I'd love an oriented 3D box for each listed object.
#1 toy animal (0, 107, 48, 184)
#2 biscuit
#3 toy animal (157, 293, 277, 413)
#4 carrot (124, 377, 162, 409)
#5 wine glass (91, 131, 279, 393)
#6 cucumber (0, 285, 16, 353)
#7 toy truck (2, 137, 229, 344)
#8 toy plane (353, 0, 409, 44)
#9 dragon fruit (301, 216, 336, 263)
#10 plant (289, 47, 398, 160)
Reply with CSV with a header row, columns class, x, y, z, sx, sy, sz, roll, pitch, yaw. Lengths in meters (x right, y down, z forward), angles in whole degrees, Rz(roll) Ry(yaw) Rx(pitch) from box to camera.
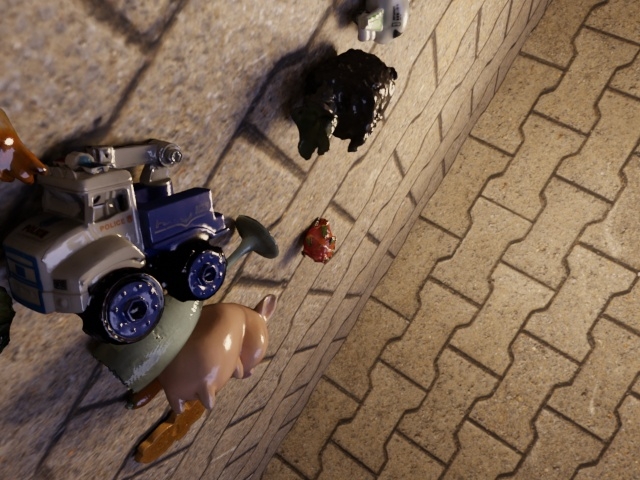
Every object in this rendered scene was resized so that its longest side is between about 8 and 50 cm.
class,x,y,z,sx,sy,sz,roll,pitch,yaw
toy animal,-0.295,-0.079,0.227,0.302,0.225,0.283,-38,135,-75
biscuit,-0.328,0.417,0.996,0.184,0.027,0.133,-46,159,-29
toy animal,-0.188,0.191,0.810,0.250,0.167,0.153,-19,96,-69
carrot,-0.300,0.262,0.819,0.142,0.035,0.035,-39,154,-55
wine glass,-0.220,0.030,0.647,0.309,0.096,0.264,-47,138,-29
cucumber,-0.384,0.201,0.409,0.359,0.096,0.096,-62,161,12
toy truck,-0.209,-0.011,0.472,0.213,0.161,0.176,-32,128,-53
toy plane,0.117,-0.409,0.754,0.174,0.080,0.174,-51,162,-23
dragon fruit,0.000,-0.002,1.096,0.086,0.081,0.115,22,75,-70
plant,0.034,-0.228,0.746,0.203,0.131,0.142,-48,162,-23
